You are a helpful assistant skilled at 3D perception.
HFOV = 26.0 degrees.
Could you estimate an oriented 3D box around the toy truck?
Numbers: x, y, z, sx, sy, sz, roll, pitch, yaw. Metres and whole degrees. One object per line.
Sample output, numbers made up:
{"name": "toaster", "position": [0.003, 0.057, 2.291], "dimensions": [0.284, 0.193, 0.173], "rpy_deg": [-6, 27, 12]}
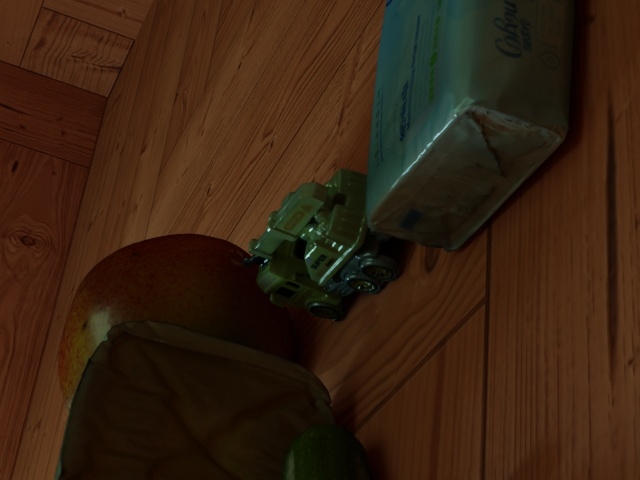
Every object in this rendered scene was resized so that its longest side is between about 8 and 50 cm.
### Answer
{"name": "toy truck", "position": [0.000, 0.000, 1.116], "dimensions": [0.169, 0.100, 0.077], "rpy_deg": [140, 147, -61]}

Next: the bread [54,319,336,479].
{"name": "bread", "position": [-0.094, 0.172, 1.044], "dimensions": [0.110, 0.210, 0.192], "rpy_deg": [121, 161, -52]}

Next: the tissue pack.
{"name": "tissue pack", "position": [0.102, -0.146, 0.953], "dimensions": [0.177, 0.089, 0.263], "rpy_deg": [129, 156, -57]}

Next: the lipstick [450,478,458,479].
{"name": "lipstick", "position": [0.064, 0.200, 0.792], "dimensions": [0.030, 0.030, 0.129], "rpy_deg": [-112, 43, -67]}

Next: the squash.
{"name": "squash", "position": [0.008, 0.208, 0.912], "dimensions": [0.239, 0.069, 0.069], "rpy_deg": [-94, 27, -55]}

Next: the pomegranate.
{"name": "pomegranate", "position": [-0.129, 0.111, 1.248], "dimensions": [0.221, 0.221, 0.256], "rpy_deg": [-66, 24, 21]}
